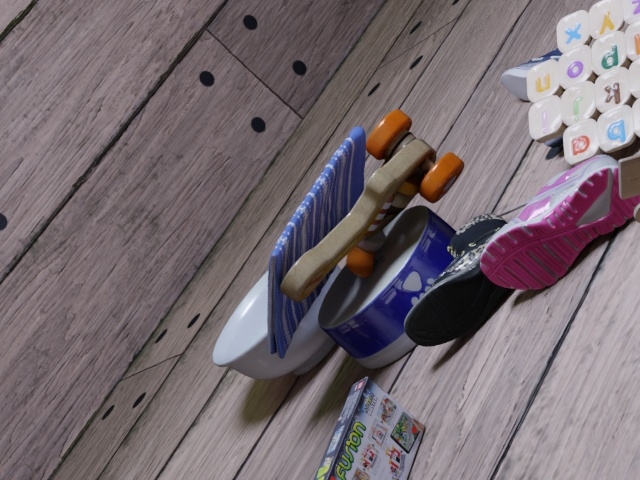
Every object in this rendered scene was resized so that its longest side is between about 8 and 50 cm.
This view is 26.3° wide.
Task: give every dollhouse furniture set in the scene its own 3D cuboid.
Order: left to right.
[{"bbox_3d":[0.399,-0.098,1.683,0.123,0.144,0.151,-16,40,-4],"label":"dollhouse furniture set"}]

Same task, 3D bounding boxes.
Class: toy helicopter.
[{"bbox_3d":[0.057,-0.022,2.129,0.355,0.140,0.235,-44,-13,-29],"label":"toy helicopter"}]

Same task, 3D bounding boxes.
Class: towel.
[{"bbox_3d":[0.000,0.000,2.194,0.243,0.040,0.336,92,-158,-45],"label":"towel"}]

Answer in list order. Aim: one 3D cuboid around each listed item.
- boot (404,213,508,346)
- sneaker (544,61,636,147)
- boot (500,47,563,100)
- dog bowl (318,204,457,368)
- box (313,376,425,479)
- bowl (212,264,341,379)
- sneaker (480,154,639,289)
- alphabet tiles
[{"bbox_3d":[0.212,0.054,2.028,0.236,0.085,0.178,-41,12,2],"label":"boot"},{"bbox_3d":[0.433,-0.232,2.136,0.223,0.083,0.098,-31,8,36],"label":"sneaker"},{"bbox_3d":[0.403,-0.303,2.451,0.086,0.069,0.190,-45,21,-15],"label":"boot"},{"bbox_3d":[0.120,0.073,2.205,0.265,0.104,0.265,-44,15,15],"label":"dog bowl"},{"bbox_3d":[0.062,0.289,1.791,0.036,0.114,0.207,-36,18,40],"label":"box"},{"bbox_3d":[-0.048,0.147,2.451,0.298,0.134,0.298,-44,14,14],"label":"bowl"},{"bbox_3d":[0.329,-0.026,1.879,0.252,0.103,0.111,-35,14,23],"label":"sneaker"},{"bbox_3d":[0.434,-0.248,2.031,0.284,0.021,0.278,-21,51,32],"label":"alphabet tiles"}]
